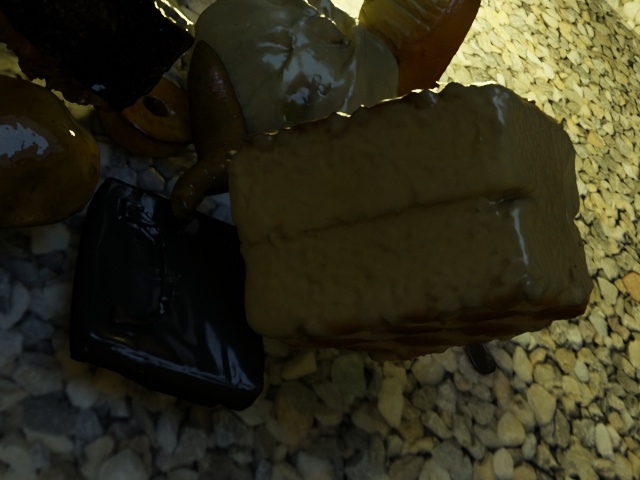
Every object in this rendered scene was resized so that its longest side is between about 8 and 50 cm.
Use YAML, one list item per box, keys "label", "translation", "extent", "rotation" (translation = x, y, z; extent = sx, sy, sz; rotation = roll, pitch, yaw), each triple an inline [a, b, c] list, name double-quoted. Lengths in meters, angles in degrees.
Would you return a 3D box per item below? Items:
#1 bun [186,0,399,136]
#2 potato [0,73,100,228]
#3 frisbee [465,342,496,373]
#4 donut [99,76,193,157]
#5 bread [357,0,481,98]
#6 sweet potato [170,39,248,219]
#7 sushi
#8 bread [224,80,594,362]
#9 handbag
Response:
- label: "bun"
  translation: [-0.024, -0.251, 1.573]
  extent: [0.365, 0.219, 0.365]
  rotation: [23, 44, -25]
- label: "potato"
  translation: [-0.409, -0.101, 1.097]
  extent: [0.369, 0.176, 0.195]
  rotation: [-4, 84, -43]
- label: "frisbee"
  translation: [0.223, 0.111, 1.648]
  extent: [0.211, 0.012, 0.187]
  rotation: [46, 35, 0]
- label: "donut"
  translation: [-0.242, -0.175, 1.414]
  extent: [0.152, 0.058, 0.152]
  rotation: [28, 39, -26]
- label: "bread"
  translation: [0.163, -0.344, 1.767]
  extent: [0.183, 0.236, 0.388]
  rotation: [43, -3, 8]
- label: "sweet potato"
  translation: [-0.147, -0.132, 1.364]
  extent: [0.108, 0.079, 0.346]
  rotation: [34, 36, -30]
- label: "sushi"
  translation: [-0.310, -0.296, 1.300]
  extent: [0.348, 0.207, 0.234]
  rotation: [43, 9, 29]
- label: "bread"
  translation: [0.120, -0.009, 1.254]
  extent: [0.390, 0.371, 0.279]
  rotation: [17, 63, -63]
- label: "handbag"
  translation: [-0.182, 0.065, 1.220]
  extent: [0.244, 0.088, 0.275]
  rotation: [23, 43, -28]
